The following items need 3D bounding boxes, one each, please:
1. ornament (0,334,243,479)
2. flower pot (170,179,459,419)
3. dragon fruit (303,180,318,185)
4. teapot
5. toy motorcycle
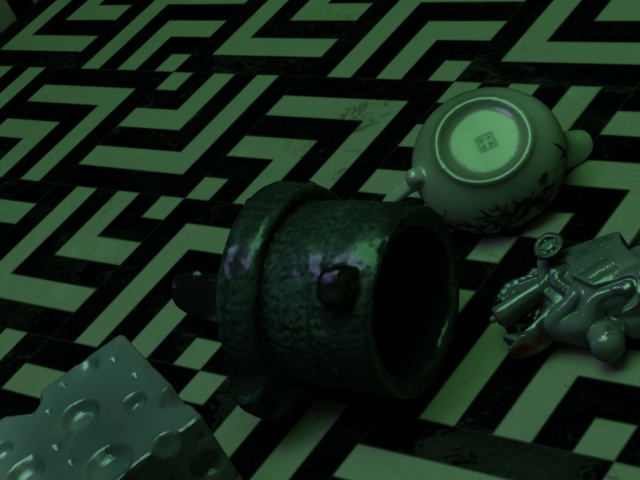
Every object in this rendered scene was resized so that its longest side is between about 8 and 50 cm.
[{"bbox_3d":[-0.226,0.301,1.843,0.239,0.239,0.240,-37,33,-12],"label":"ornament"},{"bbox_3d":[-0.009,0.078,1.982,0.283,0.299,0.299,7,45,31],"label":"flower pot"},{"bbox_3d":[0.000,0.000,2.269,0.102,0.096,0.147,-25,61,22],"label":"dragon fruit"},{"bbox_3d":[0.214,-0.100,2.197,0.300,0.166,0.208,-26,72,14],"label":"teapot"},{"bbox_3d":[0.326,0.072,1.901,0.260,0.110,0.171,-22,43,18],"label":"toy motorcycle"}]
